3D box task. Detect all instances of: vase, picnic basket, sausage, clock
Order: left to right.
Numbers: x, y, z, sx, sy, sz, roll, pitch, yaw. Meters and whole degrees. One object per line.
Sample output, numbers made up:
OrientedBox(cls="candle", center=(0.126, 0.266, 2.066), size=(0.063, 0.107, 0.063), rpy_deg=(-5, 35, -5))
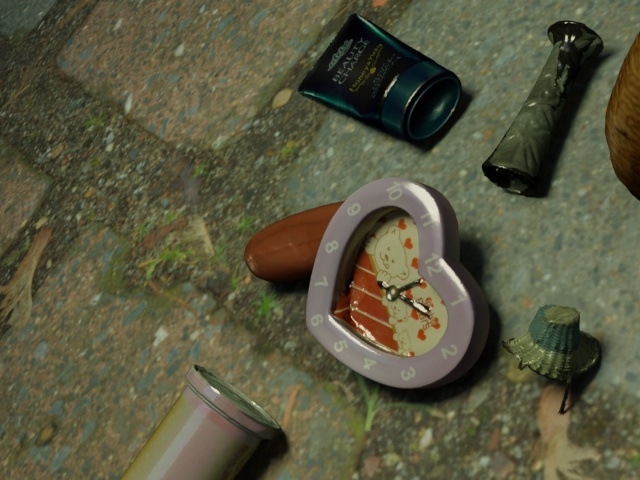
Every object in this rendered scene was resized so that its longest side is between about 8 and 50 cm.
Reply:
OrientedBox(cls="sausage", center=(0.000, 0.000, 1.154), size=(0.194, 0.077, 0.077), rpy_deg=(-17, 50, 36))
OrientedBox(cls="clock", center=(0.068, 0.049, 1.037), size=(0.172, 0.064, 0.198), rpy_deg=(-29, 67, 28))
OrientedBox(cls="vase", center=(0.213, -0.127, 1.061), size=(0.059, 0.059, 0.167), rpy_deg=(13, 70, 48))
OrientedBox(cls="picnic basket", center=(0.189, 0.092, 0.920), size=(0.065, 0.083, 0.083), rpy_deg=(42, 136, 50))

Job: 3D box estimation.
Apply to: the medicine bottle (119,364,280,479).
OrientedBox(cls="medicine bottle", center=(-0.206, 0.323, 1.082), size=(0.426, 0.108, 0.108), rpy_deg=(-54, 39, -1))

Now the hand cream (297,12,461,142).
OrientedBox(cls="hand cream", center=(0.062, -0.184, 1.261), size=(0.120, 0.061, 0.270), rpy_deg=(-54, 31, 4))

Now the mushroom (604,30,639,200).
OrientedBox(cls="mushroom", center=(0.354, -0.162, 0.775), size=(0.239, 0.345, 0.345), rpy_deg=(20, 72, 11))
